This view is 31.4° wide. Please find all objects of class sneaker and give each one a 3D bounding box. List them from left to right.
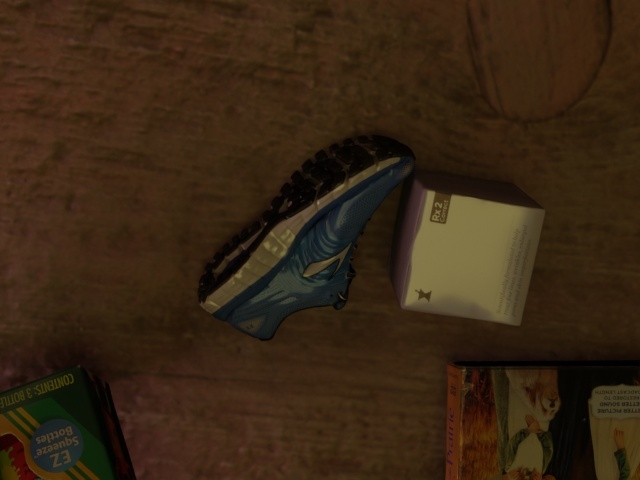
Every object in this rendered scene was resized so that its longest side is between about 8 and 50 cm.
[{"bbox_3d":[0.000,0.000,1.466,0.330,0.130,0.147,-43,115,10],"label":"sneaker"}]

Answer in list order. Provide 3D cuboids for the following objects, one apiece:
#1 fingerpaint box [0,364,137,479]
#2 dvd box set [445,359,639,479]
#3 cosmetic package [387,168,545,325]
[{"bbox_3d":[-0.437,0.408,1.407,0.445,0.163,0.371,-19,73,-3],"label":"fingerpaint box"},{"bbox_3d":[0.317,0.371,1.525,0.308,0.062,0.420,2,92,-9],"label":"dvd box set"},{"bbox_3d":[0.176,0.003,1.428,0.151,0.183,0.151,9,102,-4],"label":"cosmetic package"}]
